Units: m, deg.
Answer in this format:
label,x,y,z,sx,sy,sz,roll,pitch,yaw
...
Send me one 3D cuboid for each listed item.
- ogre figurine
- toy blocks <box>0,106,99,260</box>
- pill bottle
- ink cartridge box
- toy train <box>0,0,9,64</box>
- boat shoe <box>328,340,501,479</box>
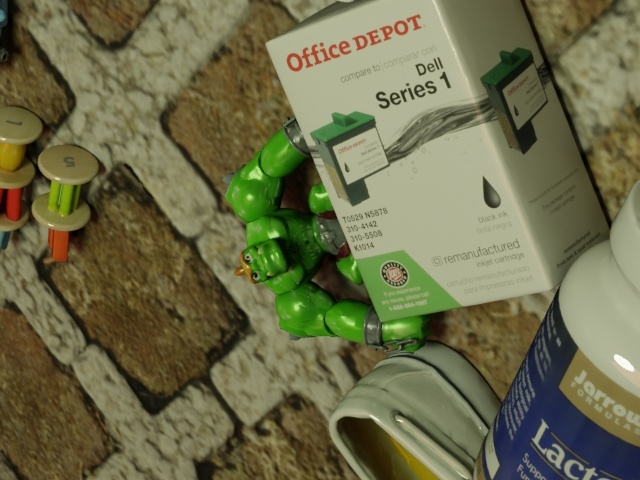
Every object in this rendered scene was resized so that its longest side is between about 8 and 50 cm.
label,x,y,z,sx,sy,sz,roll,pitch,yaw
ogre figurine,0.000,0.000,1.215,0.118,0.097,0.197,-20,115,27
toy blocks,-0.258,-0.029,1.442,0.123,0.054,0.148,35,131,22
pill bottle,0.208,0.092,1.039,0.153,0.153,0.265,36,131,21
ink cartridge box,0.079,-0.070,1.104,0.160,0.092,0.219,-15,103,44
toy train,-0.309,-0.219,1.368,0.105,0.080,0.184,24,126,22
boat shoe,0.132,0.252,1.187,0.367,0.156,0.136,54,136,4
